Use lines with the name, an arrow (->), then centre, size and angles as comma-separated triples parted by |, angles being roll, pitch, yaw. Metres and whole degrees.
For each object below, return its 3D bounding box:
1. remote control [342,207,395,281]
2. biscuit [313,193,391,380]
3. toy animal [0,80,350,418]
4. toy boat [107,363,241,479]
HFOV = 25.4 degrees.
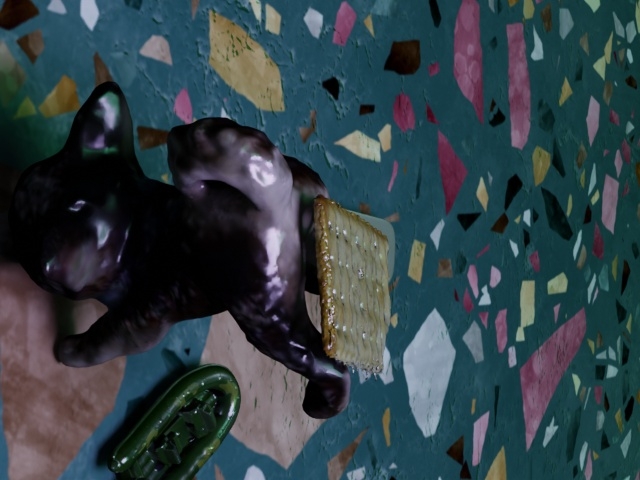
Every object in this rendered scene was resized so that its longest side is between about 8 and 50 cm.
remote control -> 0.001, -0.001, 1.714 | 0.309, 0.038, 0.090 | 14, 78, -55
biscuit -> 0.031, 0.045, 1.211 | 0.203, 0.016, 0.144 | 34, 51, -69
toy animal -> -0.140, -0.010, 1.225 | 0.302, 0.344, 0.194 | 63, 37, -50
toy boat -> -0.149, 0.206, 1.475 | 0.210, 0.052, 0.104 | -46, 125, -45
